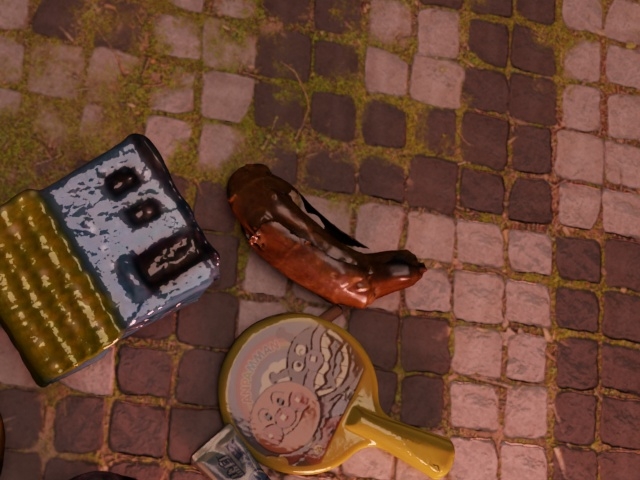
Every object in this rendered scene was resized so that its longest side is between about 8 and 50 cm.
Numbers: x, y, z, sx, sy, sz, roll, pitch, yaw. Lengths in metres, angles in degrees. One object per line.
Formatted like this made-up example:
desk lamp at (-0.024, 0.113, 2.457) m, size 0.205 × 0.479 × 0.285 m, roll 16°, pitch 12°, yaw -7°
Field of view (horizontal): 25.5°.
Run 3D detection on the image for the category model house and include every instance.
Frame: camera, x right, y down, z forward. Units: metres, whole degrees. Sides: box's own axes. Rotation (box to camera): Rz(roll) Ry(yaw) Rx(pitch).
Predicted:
model house at (-0.320, 0.034, 1.867) m, size 0.303 × 0.215 × 0.237 m, roll -31°, pitch 89°, yaw -17°

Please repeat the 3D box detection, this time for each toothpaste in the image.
toothpaste at (-0.068, 0.375, 1.949) m, size 0.069 × 0.047 × 0.268 m, roll -41°, pitch 90°, yaw 13°

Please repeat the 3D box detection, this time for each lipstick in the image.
lipstick at (-0.008, 0.124, 2.044) m, size 0.094 × 0.019 × 0.019 m, roll -34°, pitch 90°, yaw -21°

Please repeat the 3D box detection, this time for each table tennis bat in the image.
table tennis bat at (0.028, 0.246, 2.008) m, size 0.368 × 0.054 × 0.224 m, roll 27°, pitch 79°, yaw -10°

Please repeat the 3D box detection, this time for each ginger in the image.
ginger at (-0.008, 0.006, 2.029) m, size 0.309 × 0.107 × 0.133 m, roll 37°, pitch 46°, yaw -6°

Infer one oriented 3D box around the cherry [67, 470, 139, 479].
cherry at (-0.286, 0.386, 1.805) m, size 0.195 × 0.195 × 0.195 m, roll 4°, pitch 76°, yaw -17°

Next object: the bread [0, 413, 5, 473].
bread at (-0.517, 0.265, 1.813) m, size 0.236 × 0.070 × 0.236 m, roll 4°, pitch 76°, yaw -16°
